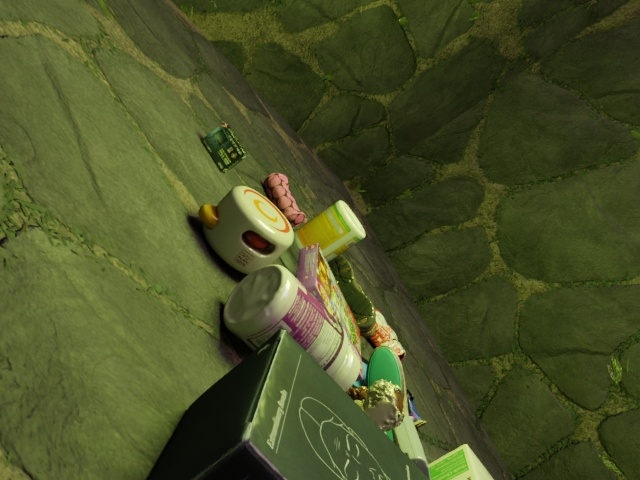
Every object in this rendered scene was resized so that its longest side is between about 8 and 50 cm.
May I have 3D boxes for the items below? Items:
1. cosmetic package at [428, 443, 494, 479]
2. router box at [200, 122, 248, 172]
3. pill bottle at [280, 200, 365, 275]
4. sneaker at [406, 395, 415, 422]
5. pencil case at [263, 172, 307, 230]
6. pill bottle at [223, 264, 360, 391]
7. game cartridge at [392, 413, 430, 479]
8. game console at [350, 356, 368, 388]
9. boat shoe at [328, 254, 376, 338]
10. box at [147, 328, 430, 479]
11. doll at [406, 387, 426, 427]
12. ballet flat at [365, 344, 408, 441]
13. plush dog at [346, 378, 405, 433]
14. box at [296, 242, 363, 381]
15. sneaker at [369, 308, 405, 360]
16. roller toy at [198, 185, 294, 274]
[{"bbox_3d":[0.339,0.685,1.391,0.155,0.197,0.365,53,11,-11],"label":"cosmetic package"},{"bbox_3d":[-0.289,-0.279,1.774,0.122,0.092,0.038,56,12,7],"label":"router box"},{"bbox_3d":[0.000,0.000,1.779,0.136,0.246,0.136,52,12,-16],"label":"pill bottle"},{"bbox_3d":[0.186,0.442,1.665,0.236,0.105,0.095,58,13,16],"label":"sneaker"},{"bbox_3d":[-0.123,-0.141,2.060,0.098,0.095,0.209,-2,52,-34],"label":"pencil case"},{"bbox_3d":[-0.048,0.202,1.237,0.301,0.169,0.169,49,14,-30],"label":"pill bottle"},{"bbox_3d":[0.206,0.542,1.276,0.198,0.062,0.296,-84,164,-75],"label":"game cartridge"},{"bbox_3d":[0.103,0.329,1.598,0.144,0.085,0.124,-64,161,-61],"label":"game console"},{"bbox_3d":[0.075,0.173,1.801,0.324,0.123,0.119,62,-2,44],"label":"boat shoe"},{"bbox_3d":[-0.009,0.366,0.764,0.395,0.212,0.293,48,13,-7],"label":"box"},{"bbox_3d":[0.287,0.527,1.966,0.129,0.046,0.188,39,21,-56],"label":"doll"},{"bbox_3d":[0.185,0.442,1.566,0.106,0.108,0.315,49,35,-65],"label":"ballet flat"},{"bbox_3d":[0.069,0.419,1.201,0.225,0.211,0.262,65,22,-76],"label":"plush dog"},{"bbox_3d":[0.025,0.178,1.439,0.200,0.057,0.293,-87,155,-61],"label":"box"},{"bbox_3d":[0.216,0.343,2.079,0.270,0.090,0.145,46,13,-48],"label":"sneaker"},{"bbox_3d":[-0.175,-0.019,1.394,0.191,0.146,0.209,49,16,16],"label":"roller toy"}]
